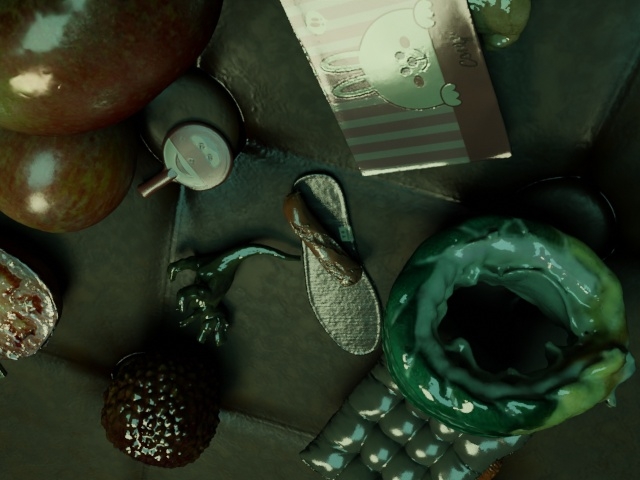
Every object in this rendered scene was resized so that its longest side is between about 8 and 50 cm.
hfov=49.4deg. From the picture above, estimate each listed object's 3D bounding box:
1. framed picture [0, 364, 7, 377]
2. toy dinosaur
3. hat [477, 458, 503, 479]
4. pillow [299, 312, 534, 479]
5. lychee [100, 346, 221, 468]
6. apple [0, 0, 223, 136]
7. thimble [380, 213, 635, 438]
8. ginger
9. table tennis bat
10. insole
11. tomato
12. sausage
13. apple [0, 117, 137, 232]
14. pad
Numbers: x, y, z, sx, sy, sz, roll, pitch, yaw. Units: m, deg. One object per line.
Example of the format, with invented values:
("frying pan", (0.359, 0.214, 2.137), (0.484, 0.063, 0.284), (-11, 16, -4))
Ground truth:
("framed picture", (-0.637, 0.192, 1.232), (0.109, 0.011, 0.149), (-12, 117, 19))
("toy dinosaur", (-0.132, 0.067, 1.039), (0.178, 0.087, 0.187), (-12, 142, -18))
("hat", (0.197, 0.288, 1.062), (0.162, 0.093, 0.112), (46, 155, -7))
("pillow", (0.139, 0.277, 0.992), (0.228, 0.101, 0.326), (42, 106, 17))
("lychee", (-0.241, 0.254, 1.091), (0.188, 0.188, 0.188), (6, 122, 9))
("apple", (-0.263, -0.272, 0.683), (0.348, 0.277, 0.349), (0, 93, 4))
("thimble", (0.219, 0.109, 0.842), (0.288, 0.254, 0.167), (17, 165, 8))
("ginger", (0.116, -0.265, 0.750), (0.213, 0.074, 0.138), (6, 117, 4))
("table tennis bat", (-0.188, -0.102, 0.951), (0.154, 0.019, 0.098), (-28, 112, 23))
("insole", (0.024, 0.042, 0.993), (0.110, 0.012, 0.310), (-3, 121, 16))
("tomato", (-0.500, 0.077, 1.088), (0.224, 0.085, 0.225), (4, 118, 8))
("sausage", (0.000, 0.000, 0.945), (0.158, 0.042, 0.036), (52, 156, -17))
("apple", (-0.325, -0.111, 0.873), (0.188, 0.188, 0.174), (29, 113, -6))
("pad", (0.083, -0.196, 0.778), (0.202, 0.005, 0.300), (-5, 133, 28))
